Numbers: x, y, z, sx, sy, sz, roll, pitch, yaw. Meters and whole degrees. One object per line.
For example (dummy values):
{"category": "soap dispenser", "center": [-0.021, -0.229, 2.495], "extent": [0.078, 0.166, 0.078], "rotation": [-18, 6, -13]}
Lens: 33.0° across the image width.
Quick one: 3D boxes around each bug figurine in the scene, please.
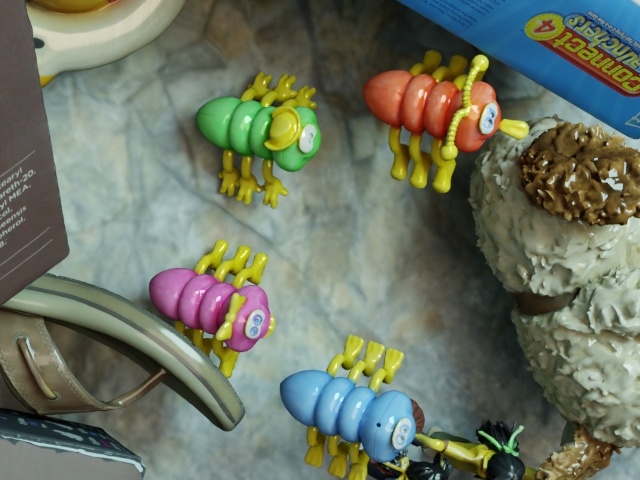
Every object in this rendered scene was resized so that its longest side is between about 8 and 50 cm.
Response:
{"category": "bug figurine", "center": [0.000, 0.000, 0.668], "extent": [0.216, 0.072, 0.279], "rotation": [13, 85, 25]}

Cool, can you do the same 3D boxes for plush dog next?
{"category": "plush dog", "center": [0.179, 0.022, 0.717], "extent": [0.210, 0.262, 0.225], "rotation": [-33, 93, -5]}

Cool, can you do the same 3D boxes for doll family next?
{"category": "doll family", "center": [0.081, 0.148, 0.733], "extent": [0.193, 0.111, 0.076], "rotation": [17, 83, -19]}

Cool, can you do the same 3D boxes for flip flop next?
{"category": "flip flop", "center": [-0.176, 0.057, 0.641], "extent": [0.277, 0.112, 0.080], "rotation": [25, 76, -14]}

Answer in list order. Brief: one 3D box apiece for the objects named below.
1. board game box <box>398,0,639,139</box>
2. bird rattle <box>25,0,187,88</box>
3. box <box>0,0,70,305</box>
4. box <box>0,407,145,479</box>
{"category": "board game box", "center": [0.115, -0.256, 0.663], "extent": [0.308, 0.086, 0.302], "rotation": [23, 53, -33]}
{"category": "bird rattle", "center": [-0.158, -0.208, 0.640], "extent": [0.253, 0.143, 0.207], "rotation": [-35, 111, -14]}
{"category": "box", "center": [-0.237, -0.051, 0.486], "extent": [0.168, 0.203, 0.167], "rotation": [38, 58, 21]}
{"category": "box", "center": [-0.255, 0.164, 0.592], "extent": [0.270, 0.143, 0.165], "rotation": [16, 82, -19]}
